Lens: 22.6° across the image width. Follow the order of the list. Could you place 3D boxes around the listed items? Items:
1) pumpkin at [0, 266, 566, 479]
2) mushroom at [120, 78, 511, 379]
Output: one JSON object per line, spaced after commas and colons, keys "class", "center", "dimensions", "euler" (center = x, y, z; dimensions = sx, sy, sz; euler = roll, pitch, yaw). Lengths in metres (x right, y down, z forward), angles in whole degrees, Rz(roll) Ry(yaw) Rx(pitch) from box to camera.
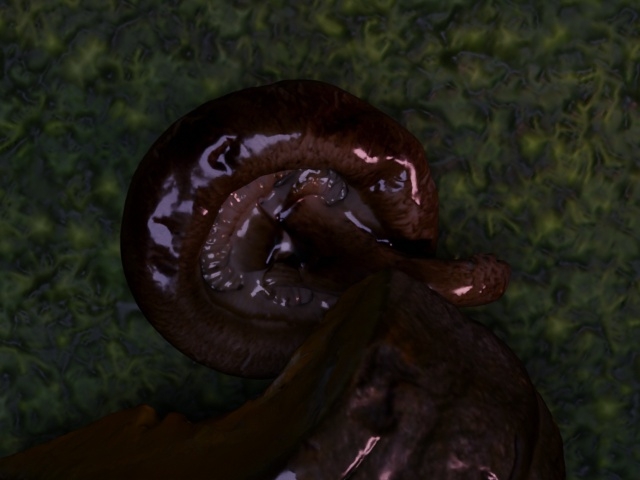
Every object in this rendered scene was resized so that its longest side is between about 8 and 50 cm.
{"class": "pumpkin", "center": [-0.029, 0.123, 0.663], "dimensions": [0.248, 0.126, 0.131], "euler": [-31, 124, 25]}
{"class": "mushroom", "center": [0.000, -0.001, 0.695], "dimensions": [0.170, 0.080, 0.135], "euler": [15, 115, -4]}
